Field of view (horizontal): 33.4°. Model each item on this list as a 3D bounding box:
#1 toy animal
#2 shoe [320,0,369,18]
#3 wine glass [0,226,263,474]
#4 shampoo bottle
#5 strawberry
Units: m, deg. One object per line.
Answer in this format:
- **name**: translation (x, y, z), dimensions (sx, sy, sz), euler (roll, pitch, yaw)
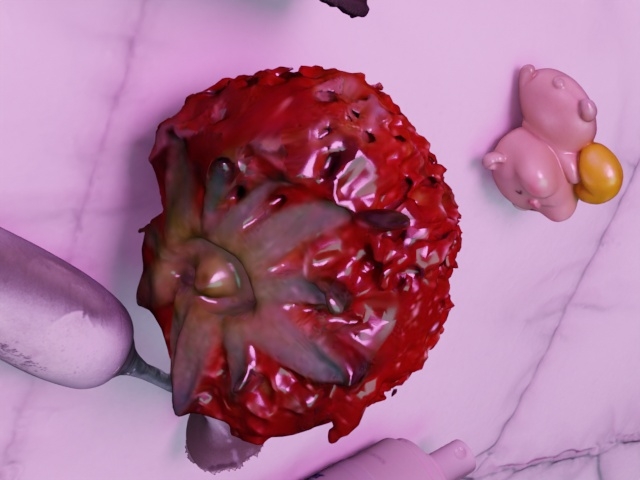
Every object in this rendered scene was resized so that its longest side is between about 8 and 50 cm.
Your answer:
- **toy animal**: translation (0.156, -0.056, 0.737), dimensions (0.082, 0.091, 0.114), euler (-28, 138, -3)
- **shoe**: translation (-0.056, -0.201, 0.432), dimensions (0.293, 0.109, 0.149), euler (13, 106, -49)
- **wine glass**: translation (-0.124, 0.059, 0.591), dimensions (0.074, 0.074, 0.262), euler (-49, 137, -1)
- **shampoo bottle**: translation (-0.007, 0.229, 0.798), dimensions (0.303, 0.092, 0.092), euler (-23, 132, -26)
- **strawberry**: translation (0.000, 0.000, 0.575), dimensions (0.184, 0.187, 0.201), euler (-40, 170, 29)
